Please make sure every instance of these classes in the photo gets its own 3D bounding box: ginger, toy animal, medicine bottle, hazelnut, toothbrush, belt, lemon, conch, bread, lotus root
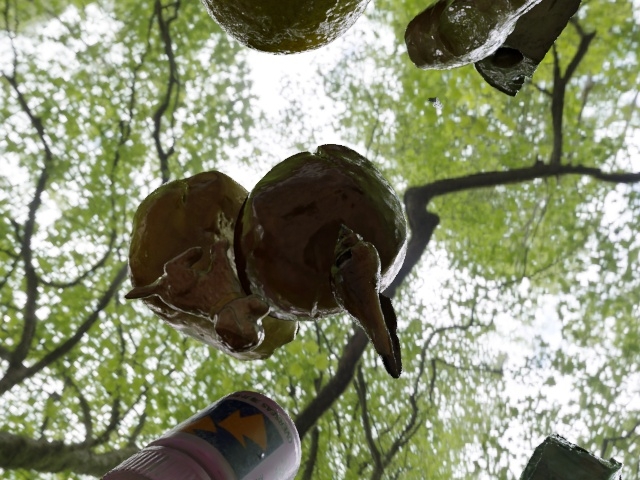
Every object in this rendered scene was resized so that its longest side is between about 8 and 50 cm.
[{"bbox_3d":[0.186,-0.247,0.661,0.131,0.294,0.086,-20,-88,-21],"label":"ginger"},{"bbox_3d":[-0.182,0.112,0.989,0.183,0.104,0.185,-25,-116,-24],"label":"toy animal"},{"bbox_3d":[-0.165,0.342,0.912,0.178,0.290,0.178,3,-82,24],"label":"medicine bottle"},{"bbox_3d":[0.000,0.000,1.221,0.372,0.372,0.315,-39,-113,-17],"label":"hazelnut"},{"bbox_3d":[0.204,-0.239,1.118,0.017,0.014,0.162,9,-171,15],"label":"toothbrush"},{"bbox_3d":[0.424,0.458,1.108,0.150,0.258,0.207,25,-114,39],"label":"belt"},{"bbox_3d":[-0.040,-0.369,0.820,0.267,0.267,0.267,-8,-130,10],"label":"lemon"},{"bbox_3d":[0.058,0.081,0.900,0.080,0.086,0.233,-18,-101,24],"label":"conch"},{"bbox_3d":[-0.244,0.051,1.403,0.250,0.394,0.361,-21,-126,25],"label":"bread"},{"bbox_3d":[0.371,-0.422,1.098,0.142,0.210,0.314,32,-91,5],"label":"lotus root"}]
